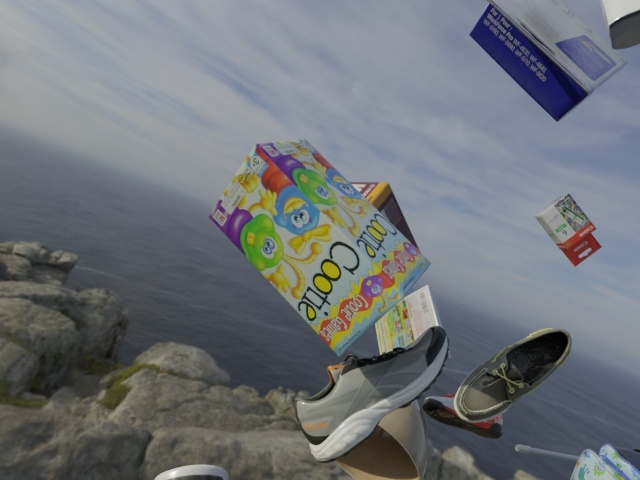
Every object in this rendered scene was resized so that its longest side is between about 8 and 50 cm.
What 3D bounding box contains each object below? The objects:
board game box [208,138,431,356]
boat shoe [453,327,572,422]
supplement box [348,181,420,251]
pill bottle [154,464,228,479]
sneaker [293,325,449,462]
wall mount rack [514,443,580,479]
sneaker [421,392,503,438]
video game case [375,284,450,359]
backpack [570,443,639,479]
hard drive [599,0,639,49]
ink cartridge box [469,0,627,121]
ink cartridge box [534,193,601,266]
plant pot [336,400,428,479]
[{"bbox_3d":[0.000,0.000,0.652,0.275,0.144,0.142,45,29,9],"label":"board game box"},{"bbox_3d":[0.429,0.294,0.997,0.109,0.304,0.091,54,-11,28],"label":"boat shoe"},{"bbox_3d":[0.074,-0.011,0.954,0.191,0.129,0.194,9,-41,46],"label":"supplement box"},{"bbox_3d":[-0.192,0.455,0.650,0.119,0.119,0.209,21,39,-31],"label":"pill bottle"},{"bbox_3d":[0.082,0.206,0.668,0.108,0.271,0.100,55,-16,8],"label":"sneaker"},{"bbox_3d":[0.609,0.566,0.971,0.304,0.130,0.350,48,0,8],"label":"wall mount rack"},{"bbox_3d":[0.440,0.499,1.388,0.269,0.145,0.090,23,-40,-6],"label":"sneaker"},{"bbox_3d":[0.250,0.266,1.264,0.026,0.206,0.227,31,37,-34],"label":"video game case"},{"bbox_3d":[0.300,0.275,0.443,0.084,0.115,0.105,13,3,6],"label":"backpack"},{"bbox_3d":[0.504,-0.398,0.600,0.232,0.353,0.047,-12,-49,35],"label":"hard drive"},{"bbox_3d":[0.312,-0.257,0.607,0.165,0.065,0.332,50,44,9],"label":"ink cartridge box"},{"bbox_3d":[0.434,-0.017,0.772,0.115,0.062,0.029,53,2,3],"label":"ink cartridge box"},{"bbox_3d":[0.164,0.484,1.164,0.283,0.285,0.191,21,39,27],"label":"plant pot"}]
